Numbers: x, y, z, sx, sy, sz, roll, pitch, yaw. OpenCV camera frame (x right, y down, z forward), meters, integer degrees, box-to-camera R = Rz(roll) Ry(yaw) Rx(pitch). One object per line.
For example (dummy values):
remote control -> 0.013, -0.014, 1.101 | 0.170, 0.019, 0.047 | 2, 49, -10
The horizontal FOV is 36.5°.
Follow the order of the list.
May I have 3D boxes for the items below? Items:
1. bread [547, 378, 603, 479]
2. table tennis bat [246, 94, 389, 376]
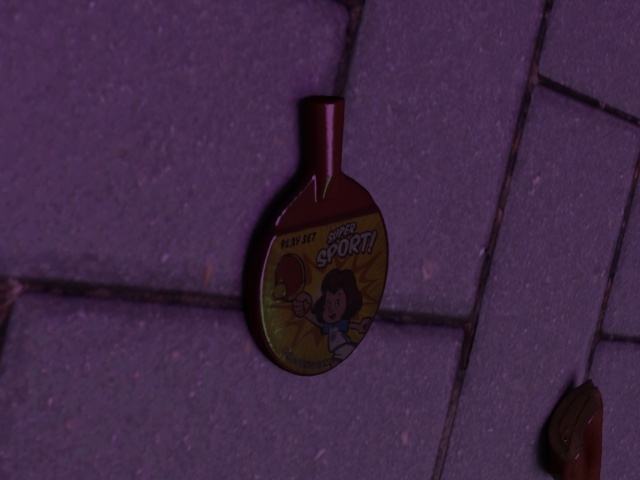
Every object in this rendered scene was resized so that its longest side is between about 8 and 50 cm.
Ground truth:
bread -> 0.386, 0.318, 1.484 | 0.119, 0.067, 0.192 | -24, 119, -46
table tennis bat -> 0.000, 0.000, 1.049 | 0.200, 0.038, 0.310 | -16, 116, -41
